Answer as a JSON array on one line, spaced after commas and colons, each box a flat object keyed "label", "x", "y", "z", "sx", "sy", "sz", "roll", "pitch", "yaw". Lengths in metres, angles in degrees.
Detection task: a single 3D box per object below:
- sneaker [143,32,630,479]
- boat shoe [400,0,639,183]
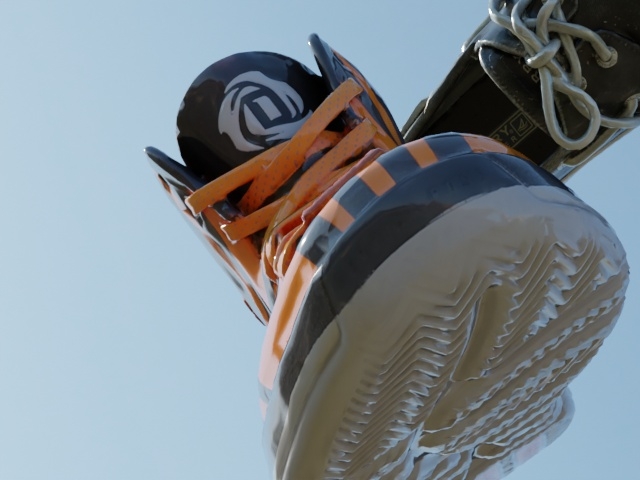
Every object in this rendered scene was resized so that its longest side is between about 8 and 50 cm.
[{"label": "sneaker", "x": 0.000, "y": 0.000, "z": 0.549, "sx": 0.180, "sy": 0.125, "sz": 0.321, "roll": 55, "pitch": -7, "yaw": 16}, {"label": "boat shoe", "x": 0.130, "y": -0.098, "z": 0.865, "sx": 0.306, "sy": 0.105, "sz": 0.113, "roll": -41, "pitch": -99, "yaw": 35}]
